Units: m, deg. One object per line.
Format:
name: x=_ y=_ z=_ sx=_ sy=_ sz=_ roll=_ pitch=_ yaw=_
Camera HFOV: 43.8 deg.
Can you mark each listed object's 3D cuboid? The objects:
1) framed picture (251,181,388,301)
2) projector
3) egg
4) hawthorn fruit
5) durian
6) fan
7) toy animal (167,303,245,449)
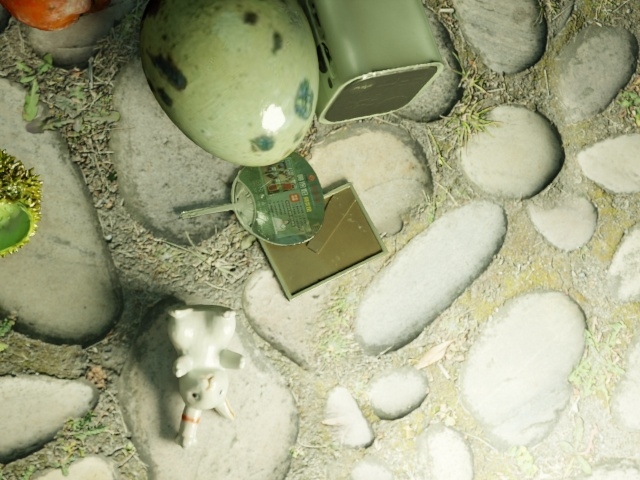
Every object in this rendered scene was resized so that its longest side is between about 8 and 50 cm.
framed picture: x=0.000 y=0.000 z=1.718 sx=0.250 sy=0.016 sz=0.184 roll=-26 pitch=82 yaw=-17
projector: x=0.090 y=-0.420 z=1.713 sx=0.248 sy=0.248 sz=0.249 roll=-14 pitch=79 yaw=-22
egg: x=-0.173 y=-0.355 z=1.601 sx=0.345 sy=0.345 sz=0.428 roll=-28 pitch=88 yaw=-17
hawthorn fruit: x=-0.544 y=-0.563 z=1.619 sx=0.284 sy=0.284 sz=0.284 roll=3 pitch=75 yaw=-11
durian: x=-0.645 y=-0.084 z=1.514 sx=0.236 sy=0.200 sz=0.177 roll=18 pitch=47 yaw=-19
fan: x=-0.128 y=-0.108 z=1.712 sx=0.294 sy=0.012 sz=0.223 roll=15 pitch=69 yaw=-2
toy animal: x=-0.222 y=0.256 z=1.543 sx=0.140 sy=0.138 sz=0.283 roll=-2 pitch=78 yaw=-17
